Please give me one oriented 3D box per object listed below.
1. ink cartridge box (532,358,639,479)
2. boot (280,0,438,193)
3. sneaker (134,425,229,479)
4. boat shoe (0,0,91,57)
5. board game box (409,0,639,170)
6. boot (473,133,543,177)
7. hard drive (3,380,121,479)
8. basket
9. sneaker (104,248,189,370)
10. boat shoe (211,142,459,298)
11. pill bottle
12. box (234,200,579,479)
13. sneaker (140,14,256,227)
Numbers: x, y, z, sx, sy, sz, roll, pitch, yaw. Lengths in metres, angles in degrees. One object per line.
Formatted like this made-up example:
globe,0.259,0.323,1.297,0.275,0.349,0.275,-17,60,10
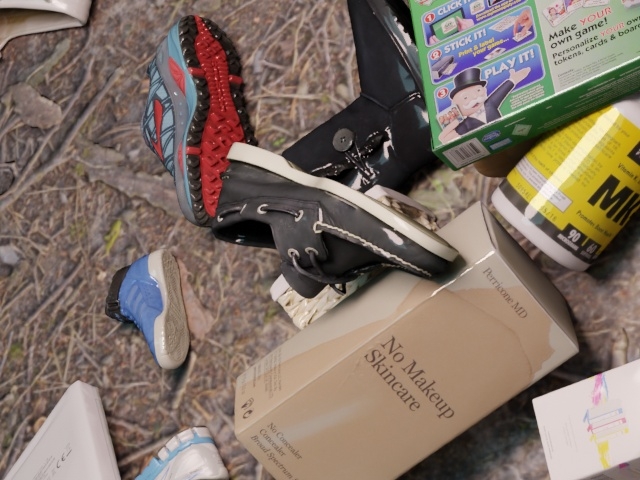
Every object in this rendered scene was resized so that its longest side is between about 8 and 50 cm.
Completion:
ink cartridge box,0.284,0.171,1.627,0.143,0.092,0.089,-25,61,26
boot,0.033,-0.146,1.909,0.207,0.094,0.246,-36,63,17
sneaker,-0.174,0.292,1.934,0.190,0.071,0.083,-47,60,15
boat shoe,-0.446,-0.278,2.288,0.367,0.136,0.156,-7,74,24
board game box,0.240,-0.218,1.687,0.317,0.046,0.213,-23,51,23
boot,0.229,-0.220,1.801,0.295,0.104,0.211,-42,50,11
hard drive,-0.284,0.318,1.938,0.203,0.040,0.307,-54,30,18
basket,0.052,0.043,1.826,0.167,0.113,0.103,-44,59,17
sneaker,-0.201,0.089,2.022,0.085,0.058,0.152,-23,59,22
boat shoe,-0.003,-0.002,1.712,0.340,0.127,0.113,25,86,47
pill bottle,0.271,-0.082,1.702,0.208,0.119,0.119,-51,53,12
box,0.079,0.119,1.717,0.311,0.148,0.121,-38,19,14
sneaker,-0.146,-0.122,2.048,0.125,0.104,0.261,-34,52,43
